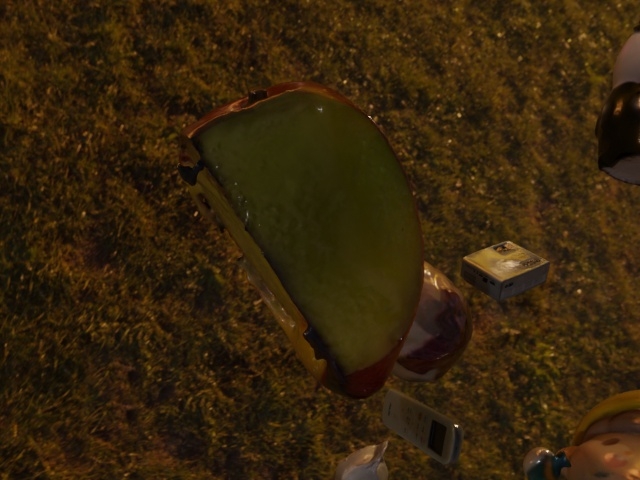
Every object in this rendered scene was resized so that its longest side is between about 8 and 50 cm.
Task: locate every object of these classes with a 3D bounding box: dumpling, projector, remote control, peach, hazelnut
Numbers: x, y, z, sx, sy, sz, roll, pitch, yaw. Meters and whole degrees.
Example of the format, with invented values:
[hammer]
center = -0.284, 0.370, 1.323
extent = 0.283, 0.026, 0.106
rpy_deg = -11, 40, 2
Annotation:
[dumpling]
center = 0.041, 0.225, 0.623
extent = 0.052, 0.076, 0.057
rpy_deg = 2, 23, 6
[projector]
center = 0.380, 0.064, 1.312
extent = 0.147, 0.061, 0.115
rpy_deg = -16, 34, -31
[remote control]
center = 0.210, 0.389, 1.343
extent = 0.038, 0.309, 0.090
rpy_deg = 13, 87, -19
[peach]
center = 0.004, -0.006, 0.531
extent = 0.154, 0.158, 0.267
rpy_deg = -35, 105, -10
[hazelnut]
center = 0.195, 0.149, 1.277
extent = 0.241, 0.261, 0.261
rpy_deg = -30, 86, -22

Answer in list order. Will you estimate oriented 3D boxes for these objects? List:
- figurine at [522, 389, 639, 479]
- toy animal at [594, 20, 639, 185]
[figurine]
center = 0.269, 0.257, 0.596
extent = 0.343, 0.215, 0.187
rpy_deg = -13, 110, -14
[toy animal]
center = 0.692, -0.287, 1.288
extent = 0.250, 0.251, 0.310
rpy_deg = 17, 73, -24
